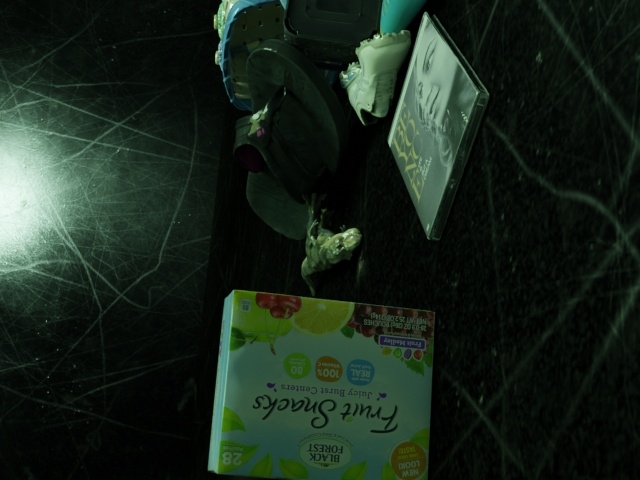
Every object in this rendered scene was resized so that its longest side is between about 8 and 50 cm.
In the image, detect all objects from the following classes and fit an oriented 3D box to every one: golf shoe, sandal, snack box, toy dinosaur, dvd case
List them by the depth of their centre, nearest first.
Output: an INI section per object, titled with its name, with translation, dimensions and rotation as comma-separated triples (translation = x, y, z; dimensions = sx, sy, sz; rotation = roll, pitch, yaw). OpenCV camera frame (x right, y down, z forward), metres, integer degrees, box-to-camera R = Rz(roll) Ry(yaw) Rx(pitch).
[snack box]
translation = 0.003, 0.147, 0.870
dimensions = 0.070, 0.207, 0.174
rotation = 140, 137, -72
[dvd case]
translation = 0.118, -0.128, 0.944
dimensions = 0.221, 0.018, 0.164
rotation = -102, 22, -56
[golf shoe]
translation = 0.078, -0.200, 1.102
dimensions = 0.176, 0.069, 0.085
rotation = 132, 124, -75
[sandal]
translation = -0.056, -0.111, 1.313
dimensions = 0.107, 0.168, 0.445
rotation = -50, -16, -26
[toy dinosaur]
translation = 0.000, 0.000, 1.314
dimensions = 0.268, 0.064, 0.118
rotation = 126, 142, -72

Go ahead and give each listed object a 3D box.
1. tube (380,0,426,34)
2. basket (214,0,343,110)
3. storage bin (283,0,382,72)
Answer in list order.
[tube]
translation = 0.096, -0.287, 1.076
dimensions = 0.207, 0.052, 0.080
rotation = 145, 139, -83
[basket]
translation = -0.055, -0.285, 1.382
dimensions = 0.254, 0.201, 0.289
rotation = 94, 153, -51
[storage bin]
translation = 0.021, -0.326, 1.183
dimensions = 0.084, 0.122, 0.180
rotation = 95, -177, -72
